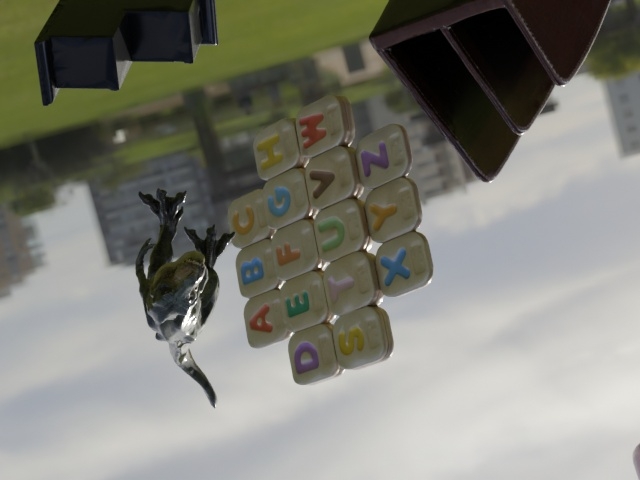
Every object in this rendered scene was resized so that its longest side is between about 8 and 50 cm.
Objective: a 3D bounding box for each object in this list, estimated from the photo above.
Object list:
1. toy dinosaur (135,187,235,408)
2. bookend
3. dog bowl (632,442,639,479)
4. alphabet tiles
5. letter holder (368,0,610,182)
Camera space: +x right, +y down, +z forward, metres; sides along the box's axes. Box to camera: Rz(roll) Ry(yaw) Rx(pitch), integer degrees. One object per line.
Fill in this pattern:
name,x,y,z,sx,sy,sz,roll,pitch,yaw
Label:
toy dinosaur,-0.101,0.035,1.143,0.064,0.118,0.268,1,160,3
bookend,-0.195,-0.203,1.577,0.157,0.072,0.156,1,-148,5
dog bowl,0.453,0.161,1.351,0.408,0.150,0.408,-28,164,-9
alphabet tiles,0.000,0.000,1.600,0.021,0.284,0.278,2,162,-43
letter holder,0.209,-0.229,1.497,0.152,0.214,0.302,-15,-145,39
